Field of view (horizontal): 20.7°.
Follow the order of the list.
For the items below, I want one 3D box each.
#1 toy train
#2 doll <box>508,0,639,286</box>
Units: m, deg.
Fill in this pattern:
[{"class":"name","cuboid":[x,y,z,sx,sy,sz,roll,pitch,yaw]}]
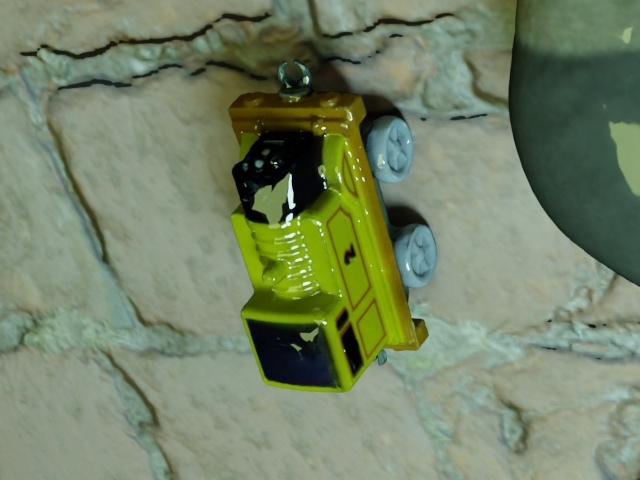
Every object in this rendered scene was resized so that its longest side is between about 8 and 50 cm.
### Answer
[{"class":"toy train","cuboid":[0.000,0.000,1.055,0.089,0.127,0.219,3,125,30]},{"class":"doll","cuboid":[0.219,-0.103,0.761,0.378,0.252,0.382,2,117,32]}]
